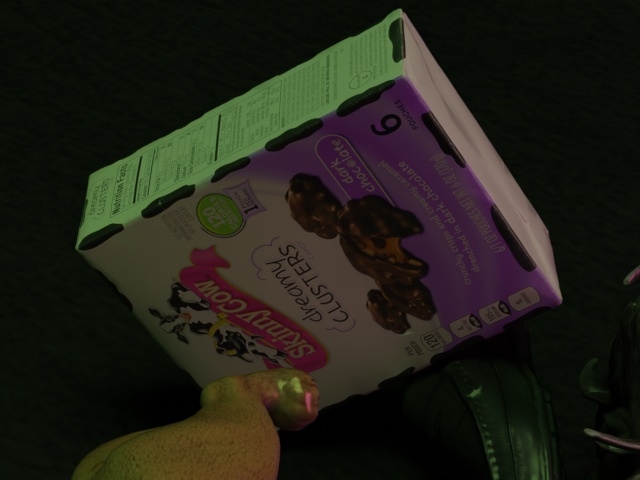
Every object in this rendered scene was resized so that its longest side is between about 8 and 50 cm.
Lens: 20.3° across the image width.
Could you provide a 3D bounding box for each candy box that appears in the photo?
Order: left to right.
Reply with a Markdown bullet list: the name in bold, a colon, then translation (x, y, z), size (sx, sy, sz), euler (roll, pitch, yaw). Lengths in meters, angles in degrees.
- **candy box**: translation (0.000, 0.000, 0.929), size (0.196, 0.165, 0.070), euler (-27, 32, 18)

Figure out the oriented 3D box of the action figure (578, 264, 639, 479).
- **action figure**: translation (0.219, 0.064, 0.938), size (0.141, 0.164, 0.276), euler (13, 30, 20)

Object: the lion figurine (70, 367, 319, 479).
- **lion figurine**: translation (0.004, 0.161, 0.726), size (0.392, 0.142, 0.240), euler (19, 10, 36)

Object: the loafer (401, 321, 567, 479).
- **loafer**: translation (0.084, 0.094, 0.957), size (0.078, 0.076, 0.223), euler (-11, 36, 1)
